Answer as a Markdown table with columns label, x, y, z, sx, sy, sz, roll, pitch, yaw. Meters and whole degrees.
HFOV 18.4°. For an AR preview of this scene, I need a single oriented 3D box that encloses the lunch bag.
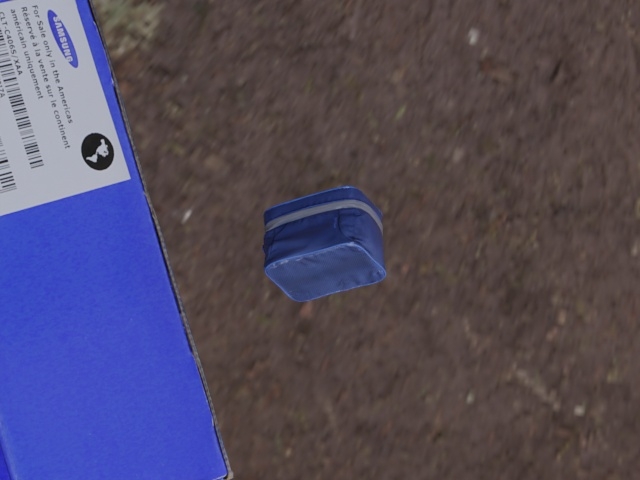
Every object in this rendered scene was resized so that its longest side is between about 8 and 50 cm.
| label | x | y | z | sx | sy | sz | roll | pitch | yaw |
| --- | --- | --- | --- | --- | --- | --- | --- | --- | --- |
| lunch bag | 0.000 | 0.000 | 1.550 | 0.098 | 0.065 | 0.067 | -14 | 145 | 21 |

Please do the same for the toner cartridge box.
| label | x | y | z | sx | sy | sz | roll | pitch | yaw |
| --- | --- | --- | --- | --- | --- | --- | --- | --- | --- |
| toner cartridge box | -0.175 | 0.030 | 0.699 | 0.348 | 0.075 | 0.165 | -15 | 90 | 52 |
